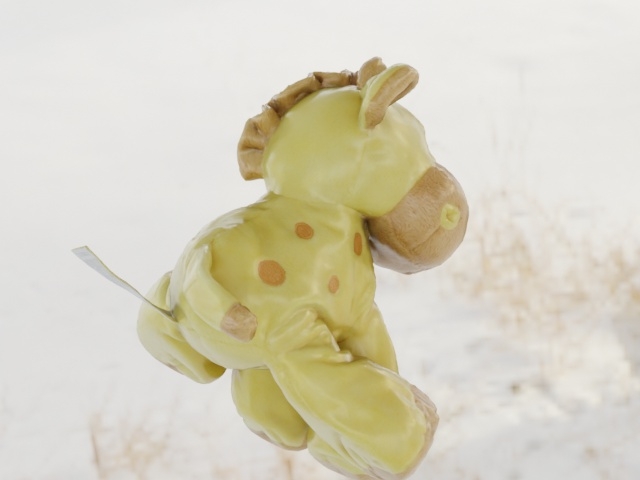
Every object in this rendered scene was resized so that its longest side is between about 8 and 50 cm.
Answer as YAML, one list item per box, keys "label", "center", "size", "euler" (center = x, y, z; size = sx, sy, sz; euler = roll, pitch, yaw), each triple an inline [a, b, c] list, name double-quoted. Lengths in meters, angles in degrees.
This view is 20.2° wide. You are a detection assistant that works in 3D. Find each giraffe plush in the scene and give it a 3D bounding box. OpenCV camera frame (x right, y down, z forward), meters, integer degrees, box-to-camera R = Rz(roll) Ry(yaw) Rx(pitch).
- label: "giraffe plush"
  center: [0.000, 0.000, 0.908]
  size: [0.181, 0.210, 0.170]
  euler: [15, 65, 50]
